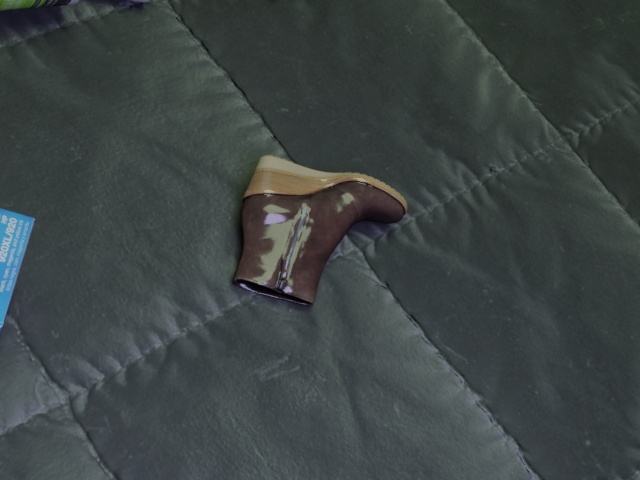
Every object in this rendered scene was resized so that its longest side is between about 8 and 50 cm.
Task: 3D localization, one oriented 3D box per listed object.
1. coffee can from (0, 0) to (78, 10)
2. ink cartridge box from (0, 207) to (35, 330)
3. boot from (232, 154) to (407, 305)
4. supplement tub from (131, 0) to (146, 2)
[{"bbox_3d":[-0.494,-0.423,1.861,0.275,0.201,0.201,-11,63,-29],"label":"coffee can"},{"bbox_3d":[-0.487,0.047,1.571,0.233,0.171,0.168,17,53,-13],"label":"ink cartridge box"},{"bbox_3d":[0.000,0.000,1.884,0.248,0.090,0.206,14,66,-16],"label":"boot"},{"bbox_3d":[-0.314,-0.407,2.011,0.107,0.071,0.071,9,55,-17],"label":"supplement tub"}]
